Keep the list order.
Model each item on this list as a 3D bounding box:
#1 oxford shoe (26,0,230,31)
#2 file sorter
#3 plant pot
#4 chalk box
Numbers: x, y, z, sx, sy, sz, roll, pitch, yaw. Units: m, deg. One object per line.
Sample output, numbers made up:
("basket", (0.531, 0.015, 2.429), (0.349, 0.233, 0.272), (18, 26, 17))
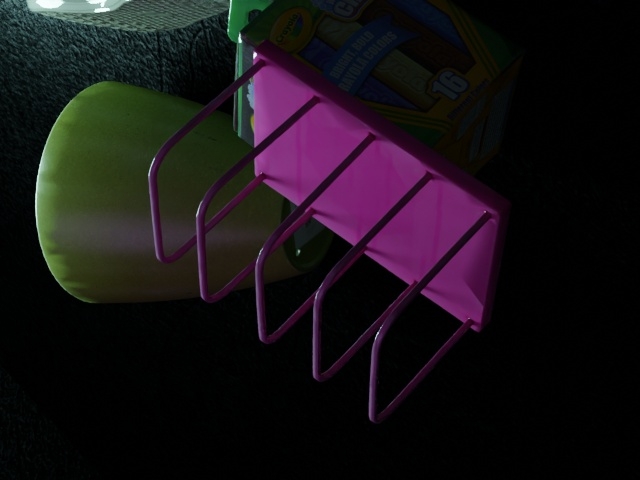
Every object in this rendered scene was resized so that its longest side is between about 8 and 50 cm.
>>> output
("oxford shoe", (-0.206, -0.307, 2.089), (0.449, 0.169, 0.130), (-1, 87, 64))
("file sorter", (0.000, 0.000, 1.752), (0.290, 0.182, 0.202), (35, 152, 20))
("plant pot", (-0.139, -0.044, 2.232), (0.293, 0.275, 0.275), (7, 136, 30))
("chalk box", (0.030, -0.166, 1.885), (0.289, 0.179, 0.180), (38, 153, 17))
